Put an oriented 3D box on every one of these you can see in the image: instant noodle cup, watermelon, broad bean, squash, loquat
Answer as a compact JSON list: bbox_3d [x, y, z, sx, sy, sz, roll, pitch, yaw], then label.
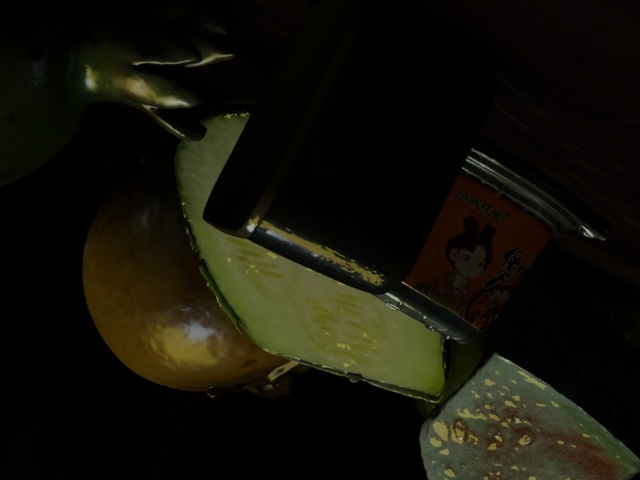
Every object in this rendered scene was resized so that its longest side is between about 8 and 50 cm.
[{"bbox_3d":[0.082,-0.006,1.284,0.208,0.125,0.177,29,177,16],"label":"instant noodle cup"},{"bbox_3d":[0.208,0.171,1.722,0.228,0.258,0.387,47,-169,5],"label":"watermelon"},{"bbox_3d":[0.261,0.063,1.597,0.063,0.045,0.083,27,-171,-47],"label":"broad bean"},{"bbox_3d":[0.000,0.000,1.481,0.233,0.210,0.309,17,177,23],"label":"squash"},{"bbox_3d":[-0.110,0.005,2.025,0.328,0.328,0.359,46,-152,-82],"label":"loquat"}]

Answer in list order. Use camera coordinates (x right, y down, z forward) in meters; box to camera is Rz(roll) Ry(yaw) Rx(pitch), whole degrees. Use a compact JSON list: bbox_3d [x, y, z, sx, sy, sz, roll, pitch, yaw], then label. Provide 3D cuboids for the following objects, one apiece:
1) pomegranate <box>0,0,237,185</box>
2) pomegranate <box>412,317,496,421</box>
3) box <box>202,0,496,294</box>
[{"bbox_3d":[-0.231,-0.145,1.301,0.306,0.242,0.242,4,163,34],"label":"pomegranate"},{"bbox_3d":[0.234,0.163,2.114,0.222,0.204,0.276,5,163,46],"label":"pomegranate"},{"bbox_3d":[0.014,-0.051,0.990,0.090,0.144,0.201,26,177,-10],"label":"box"}]
